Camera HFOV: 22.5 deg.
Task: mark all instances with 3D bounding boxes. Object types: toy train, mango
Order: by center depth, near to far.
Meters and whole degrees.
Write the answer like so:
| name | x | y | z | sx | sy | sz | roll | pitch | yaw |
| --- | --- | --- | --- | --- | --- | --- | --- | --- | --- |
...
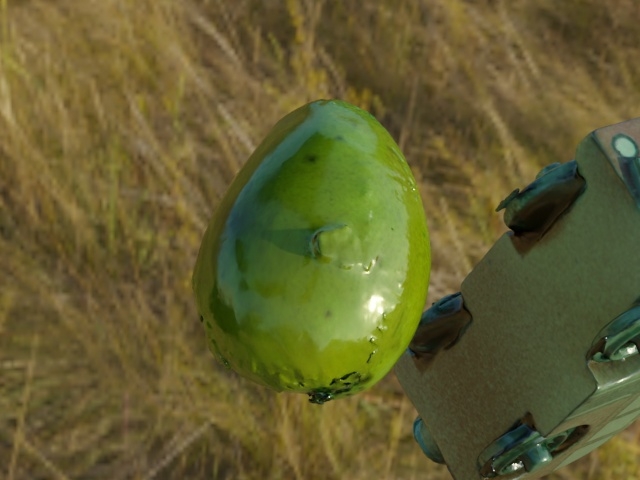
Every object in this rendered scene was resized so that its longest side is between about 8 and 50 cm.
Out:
| name | x | y | z | sx | sy | sz | roll | pitch | yaw |
| --- | --- | --- | --- | --- | --- | --- | --- | --- | --- |
| mango | 0.001 | 0.000 | 0.845 | 0.119 | 0.100 | 0.178 | 23 | 54 | -20 |
| toy train | 0.162 | 0.046 | 0.998 | 0.159 | 0.326 | 0.129 | -14 | 64 | -31 |
